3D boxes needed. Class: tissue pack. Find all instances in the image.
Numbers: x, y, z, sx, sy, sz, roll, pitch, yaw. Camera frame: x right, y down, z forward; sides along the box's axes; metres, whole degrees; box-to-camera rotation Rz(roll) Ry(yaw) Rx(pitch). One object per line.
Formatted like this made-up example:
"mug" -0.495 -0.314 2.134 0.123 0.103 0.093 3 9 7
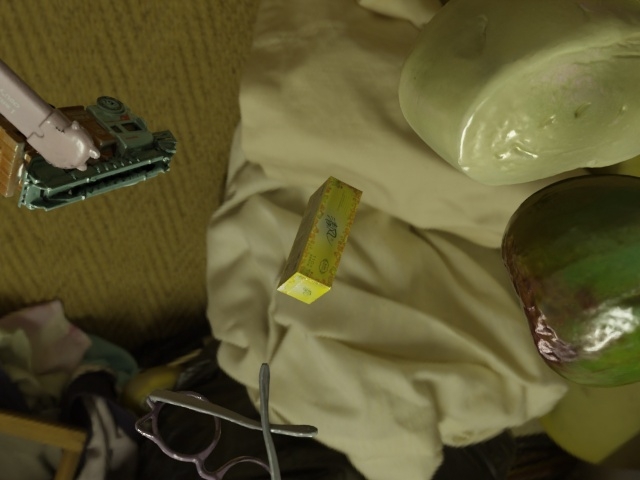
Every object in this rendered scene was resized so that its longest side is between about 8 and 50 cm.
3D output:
"tissue pack" 0.000 0.000 1.247 0.062 0.176 0.095 26 153 -12

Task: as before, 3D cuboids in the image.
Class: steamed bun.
"steamed bun" 0.382 -0.296 1.390 0.456 0.371 0.289 -18 123 -9

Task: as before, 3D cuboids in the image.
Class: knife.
"knife" -0.458 -0.240 1.076 0.398 0.038 0.132 46 133 -15

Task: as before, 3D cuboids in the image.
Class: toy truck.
"toy truck" -0.416 -0.151 1.439 0.338 0.184 0.133 -19 142 -51

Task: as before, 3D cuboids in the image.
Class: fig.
"fig" 0.242 0.026 0.667 0.181 0.181 0.191 18 154 -37

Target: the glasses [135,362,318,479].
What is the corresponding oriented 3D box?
"glasses" -0.057 0.142 0.573 0.062 0.140 0.104 -39 174 -42
